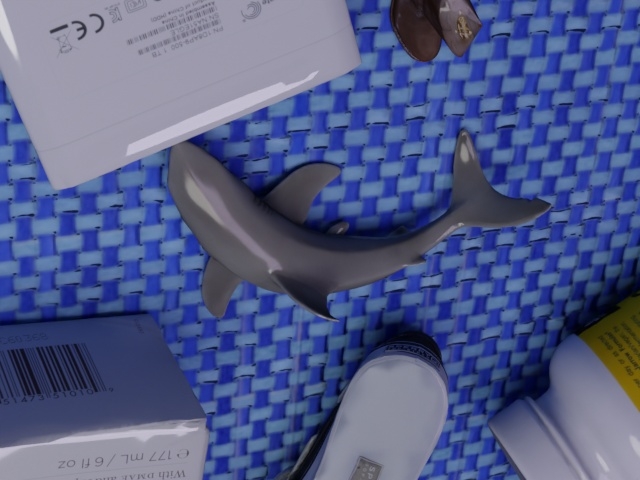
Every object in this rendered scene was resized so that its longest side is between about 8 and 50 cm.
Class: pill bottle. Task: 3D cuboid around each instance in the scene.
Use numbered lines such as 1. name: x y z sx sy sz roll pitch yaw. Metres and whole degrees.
1. pill bottle: 0.315 0.120 1.275 0.334 0.188 0.188 -33 128 -1

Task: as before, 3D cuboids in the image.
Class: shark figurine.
1. shark figurine: 0.019 0.015 1.131 0.278 0.116 0.166 0 122 -21

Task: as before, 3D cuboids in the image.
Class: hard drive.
1. hard drive: -0.123 -0.221 0.957 0.233 0.047 0.353 -23 128 -8

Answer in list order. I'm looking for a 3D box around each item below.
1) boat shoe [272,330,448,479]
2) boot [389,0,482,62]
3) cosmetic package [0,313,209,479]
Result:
1. boat shoe: 0.016 0.211 1.259 0.113 0.105 0.306 21 104 2
2. boot: 0.082 -0.147 1.048 0.037 0.114 0.106 -23 127 -7
3. cosmetic package: -0.225 0.257 1.154 0.217 0.156 0.385 -5 122 -22
